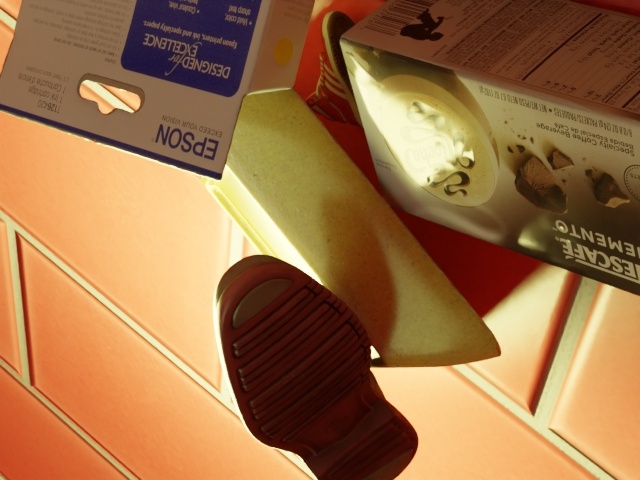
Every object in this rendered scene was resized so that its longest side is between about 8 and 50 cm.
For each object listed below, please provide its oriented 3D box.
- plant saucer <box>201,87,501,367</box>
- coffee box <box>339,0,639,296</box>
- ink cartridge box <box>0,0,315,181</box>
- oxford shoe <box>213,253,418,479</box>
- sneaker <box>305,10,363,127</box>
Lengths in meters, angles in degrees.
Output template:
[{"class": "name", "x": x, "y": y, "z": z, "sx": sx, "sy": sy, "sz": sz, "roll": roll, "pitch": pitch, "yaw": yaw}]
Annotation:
[{"class": "plant saucer", "x": 0.000, "y": 0.000, "z": 1.486, "sx": 0.333, "sy": 0.081, "sz": 0.333, "roll": 51, "pitch": 171, "yaw": 0}, {"class": "coffee box", "x": 0.174, "y": -0.083, "z": 1.238, "sx": 0.297, "sy": 0.119, "sz": 0.168, "roll": 22, "pitch": 141, "yaw": 41}, {"class": "ink cartridge box", "x": -0.126, "y": -0.224, "z": 1.362, "sx": 0.304, "sy": 0.072, "sz": 0.307, "roll": 19, "pitch": 98, "yaw": 40}, {"class": "oxford shoe", "x": -0.026, "y": 0.102, "z": 1.383, "sx": 0.130, "sy": 0.123, "sz": 0.348, "roll": 52, "pitch": 173, "yaw": 36}, {"class": "sneaker", "x": 0.011, "y": -0.150, "z": 1.458, "sx": 0.067, "sy": 0.042, "sz": 0.118, "roll": 11, "pitch": 134, "yaw": 43}]
